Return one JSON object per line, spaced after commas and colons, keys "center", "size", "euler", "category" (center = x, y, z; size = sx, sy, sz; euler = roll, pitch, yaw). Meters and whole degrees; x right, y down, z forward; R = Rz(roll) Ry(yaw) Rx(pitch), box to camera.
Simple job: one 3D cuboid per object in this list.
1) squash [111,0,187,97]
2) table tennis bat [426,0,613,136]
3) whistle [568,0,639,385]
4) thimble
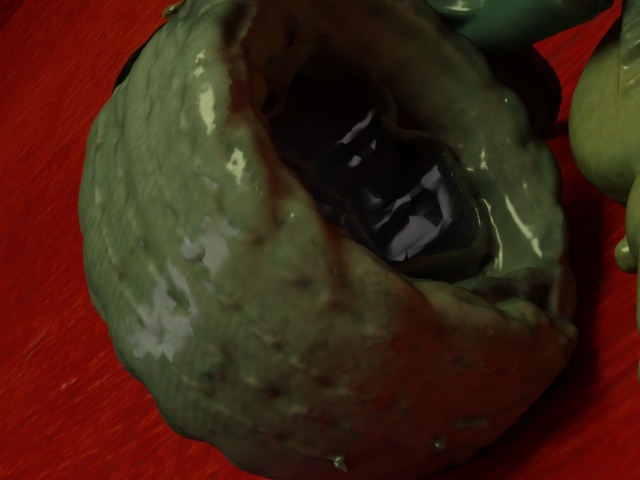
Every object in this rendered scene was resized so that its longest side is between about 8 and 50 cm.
{"center": [-0.059, -0.110, 1.154], "size": [0.193, 0.156, 0.193], "euler": [-60, 0, 0], "category": "squash"}
{"center": [0.073, -0.102, 0.831], "size": [0.244, 0.153, 0.040], "euler": [-20, 44, 65], "category": "table tennis bat"}
{"center": [0.156, -0.037, 0.690], "size": [0.126, 0.067, 0.258], "euler": [-39, 28, 40], "category": "whistle"}
{"center": [0.000, 0.000, 0.761], "size": [0.205, 0.250, 0.172], "euler": [-25, -14, -47], "category": "thimble"}
